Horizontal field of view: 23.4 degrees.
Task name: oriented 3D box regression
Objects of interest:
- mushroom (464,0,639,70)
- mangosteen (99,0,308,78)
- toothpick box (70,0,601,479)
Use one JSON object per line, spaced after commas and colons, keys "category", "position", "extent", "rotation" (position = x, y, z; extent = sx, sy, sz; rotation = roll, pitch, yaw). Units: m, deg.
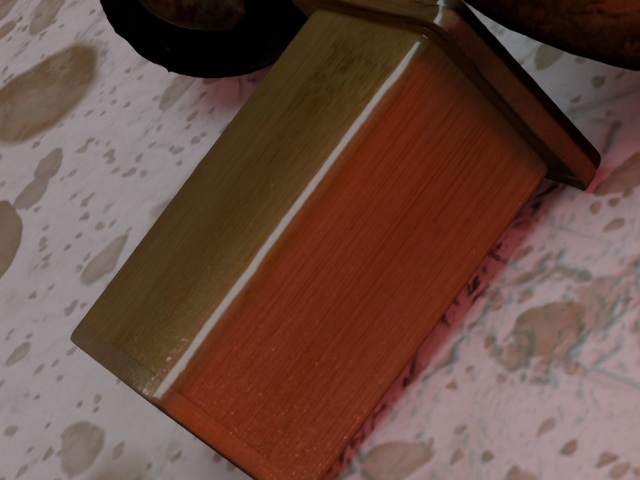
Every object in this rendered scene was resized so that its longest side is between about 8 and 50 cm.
{"category": "mushroom", "position": [0.198, -0.259, 0.980], "extent": [0.345, 0.239, 0.345], "rotation": [-7, 47, 8]}
{"category": "mangosteen", "position": [-0.097, -0.251, 1.333], "extent": [0.211, 0.211, 0.250], "rotation": [-51, -9, -11]}
{"category": "toothpick box", "position": [0.000, 0.000, 1.035], "extent": [0.308, 0.187, 0.190], "rotation": [-54, 36, -8]}
